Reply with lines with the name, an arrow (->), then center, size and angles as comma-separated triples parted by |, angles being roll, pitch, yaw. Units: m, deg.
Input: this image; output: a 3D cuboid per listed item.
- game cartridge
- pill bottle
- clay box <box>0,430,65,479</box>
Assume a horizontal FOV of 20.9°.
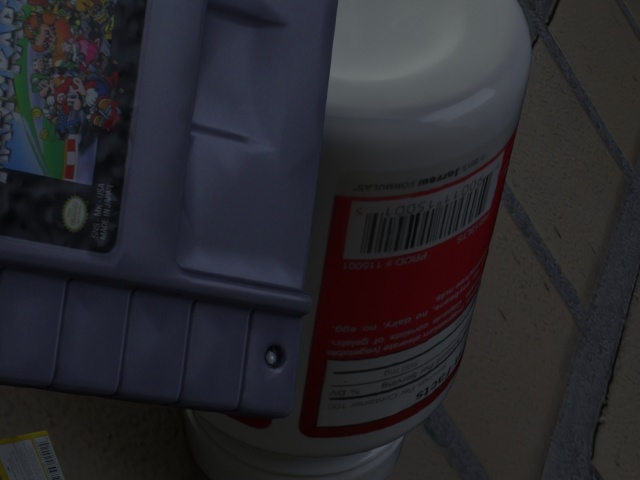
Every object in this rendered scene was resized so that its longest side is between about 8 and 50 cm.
game cartridge -> -0.094, -0.095, 0.897 | 0.230, 0.068, 0.355 | 12, 82, -40
pill bottle -> 0.000, 0.000, 1.194 | 0.229, 0.229, 0.407 | -89, -175, -45
clay box -> -0.221, 0.190, 1.005 | 0.222, 0.053, 0.127 | -3, 68, -61
